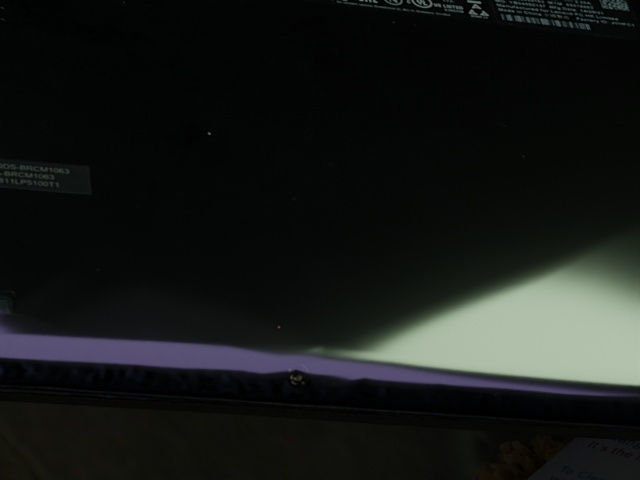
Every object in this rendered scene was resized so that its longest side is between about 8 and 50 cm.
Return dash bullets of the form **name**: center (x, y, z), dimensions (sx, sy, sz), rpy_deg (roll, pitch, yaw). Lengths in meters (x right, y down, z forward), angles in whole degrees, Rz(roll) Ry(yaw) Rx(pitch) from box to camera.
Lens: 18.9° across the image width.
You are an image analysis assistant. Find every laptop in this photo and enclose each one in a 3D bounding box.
- **laptop**: center (0.000, 0.000, 0.732), dimensions (0.382, 0.236, 0.408), rpy_deg (4, 39, -14)

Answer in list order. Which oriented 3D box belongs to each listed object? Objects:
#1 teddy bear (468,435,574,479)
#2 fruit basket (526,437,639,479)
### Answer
- **teddy bear**: center (0.174, 0.116, 0.703), dimensions (0.245, 0.113, 0.338), rpy_deg (11, 19, -23)
- **fruit basket**: center (0.102, 0.160, 0.414), dimensions (0.327, 0.165, 0.353), rpy_deg (9, 27, 42)
